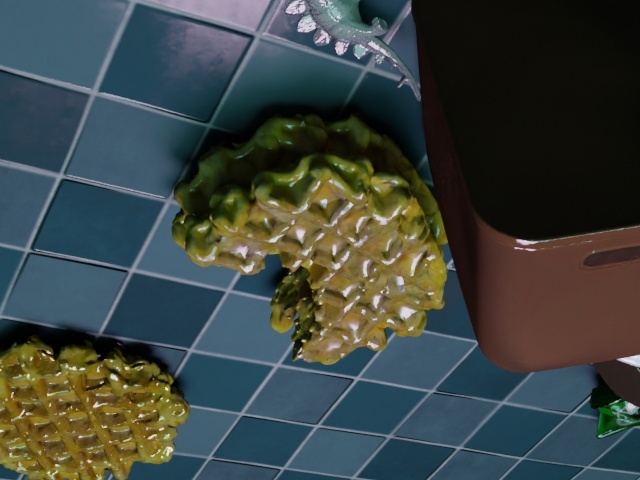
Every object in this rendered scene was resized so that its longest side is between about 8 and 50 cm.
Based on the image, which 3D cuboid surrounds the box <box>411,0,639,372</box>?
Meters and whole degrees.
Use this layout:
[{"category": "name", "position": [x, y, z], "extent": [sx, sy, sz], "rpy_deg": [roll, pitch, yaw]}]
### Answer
[{"category": "box", "position": [0.232, -0.073, 1.048], "extent": [0.240, 0.339, 0.229], "rpy_deg": [-10, 142, -1]}]

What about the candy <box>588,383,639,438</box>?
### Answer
[{"category": "candy", "position": [0.472, 0.237, 1.640], "extent": [0.141, 0.078, 0.203], "rpy_deg": [-8, 152, 14]}]

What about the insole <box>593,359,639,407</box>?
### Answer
[{"category": "insole", "position": [0.330, 0.091, 1.384], "extent": [0.007, 0.111, 0.327], "rpy_deg": [-43, 113, -22]}]

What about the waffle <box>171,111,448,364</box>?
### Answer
[{"category": "waffle", "position": [0.000, 0.000, 1.223], "extent": [0.261, 0.151, 0.324], "rpy_deg": [-29, 139, 14]}]

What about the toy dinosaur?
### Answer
[{"category": "toy dinosaur", "position": [0.027, -0.208, 1.060], "extent": [0.209, 0.039, 0.082], "rpy_deg": [42, 137, -23]}]

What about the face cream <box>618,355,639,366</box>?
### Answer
[{"category": "face cream", "position": [0.397, -0.051, 1.211], "extent": [0.146, 0.145, 0.369], "rpy_deg": [8, 109, -19]}]

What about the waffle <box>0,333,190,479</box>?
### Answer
[{"category": "waffle", "position": [-0.329, 0.233, 1.478], "extent": [0.325, 0.068, 0.302], "rpy_deg": [23, 129, -34]}]
